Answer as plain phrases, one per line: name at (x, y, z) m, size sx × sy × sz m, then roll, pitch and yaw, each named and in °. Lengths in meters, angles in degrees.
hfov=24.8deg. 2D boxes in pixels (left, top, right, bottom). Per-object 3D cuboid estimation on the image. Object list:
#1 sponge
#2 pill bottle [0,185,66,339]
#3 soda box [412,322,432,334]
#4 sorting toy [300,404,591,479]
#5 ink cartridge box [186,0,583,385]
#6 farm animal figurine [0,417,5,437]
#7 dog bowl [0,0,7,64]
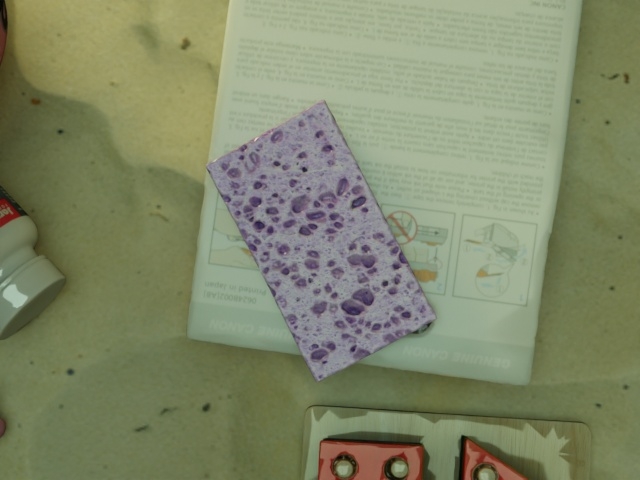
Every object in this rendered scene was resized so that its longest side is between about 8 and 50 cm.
sponge at (0.000, 0.000, 1.228) m, size 0.117 × 0.031 × 0.210 m, roll -27°, pitch 88°, yaw 1°
pill bottle at (-0.315, -0.004, 1.288) m, size 0.108 × 0.108 × 0.180 m, roll -44°, pitch 86°, yaw -1°
soda box at (0.045, 0.074, 1.295) m, size 0.168 × 0.053 × 0.060 m, roll 8°, pitch 86°, yaw 3°
sorting toy at (0.105, 0.280, 1.258) m, size 0.255 × 0.089 × 0.257 m, roll 3°, pitch 85°, yaw 2°
ink cartridge box at (0.059, -0.082, 1.292) m, size 0.308 × 0.091 × 0.385 m, roll 8°, pitch 87°, yaw 3°
farm animal figurine at (-0.410, 0.257, 1.239) m, size 0.326 × 0.172 × 0.330 m, roll -29°, pitch 85°, yaw 0°
dog bowl at (-0.443, -0.170, 1.205) m, size 0.407 × 0.150 × 0.408 m, roll -12°, pitch 50°, yaw 14°
